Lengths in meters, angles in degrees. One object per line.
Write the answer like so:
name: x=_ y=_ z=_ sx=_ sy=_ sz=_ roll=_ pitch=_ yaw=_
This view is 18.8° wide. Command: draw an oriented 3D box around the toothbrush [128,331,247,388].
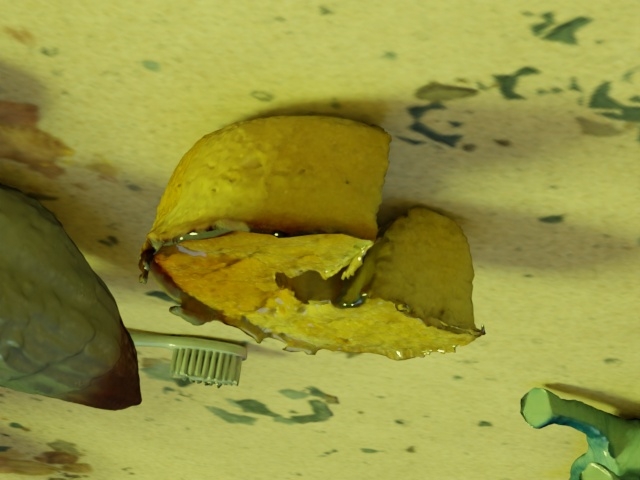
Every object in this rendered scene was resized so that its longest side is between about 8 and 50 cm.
toothbrush: x=-0.185 y=0.054 z=1.128 sx=0.286 sy=0.025 sz=0.020 roll=8 pitch=159 yaw=3

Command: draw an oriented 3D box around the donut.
donut: x=-0.010 y=0.001 z=0.896 sx=0.146 sy=0.078 sz=0.181 roll=-3 pitch=160 yaw=26

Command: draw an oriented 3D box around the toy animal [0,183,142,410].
toy animal: x=-0.181 y=0.013 z=0.957 sx=0.195 sy=0.090 sz=0.324 roll=17 pitch=154 yaw=3

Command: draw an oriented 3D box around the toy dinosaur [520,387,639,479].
toy dinosaur: x=0.207 y=0.129 z=1.100 sx=0.144 sy=0.076 sz=0.329 roll=20 pitch=157 yaw=-38
